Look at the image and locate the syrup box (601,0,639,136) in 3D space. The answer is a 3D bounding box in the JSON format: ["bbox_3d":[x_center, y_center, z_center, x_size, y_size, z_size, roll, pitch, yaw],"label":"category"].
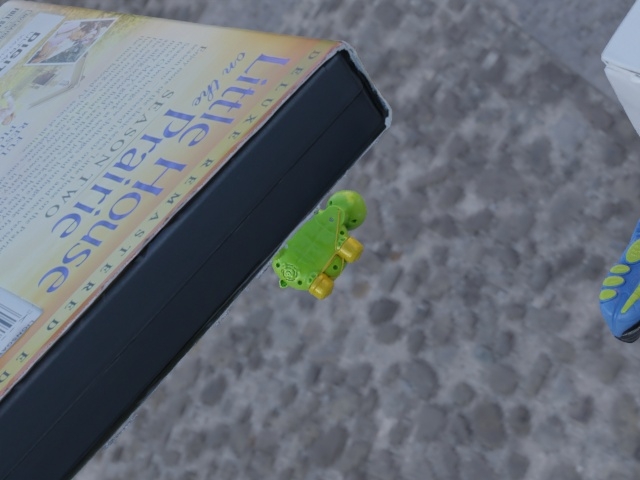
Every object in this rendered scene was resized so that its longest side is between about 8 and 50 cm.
[{"bbox_3d":[0.187,-0.104,0.363,0.093,0.096,0.237,31,87,41],"label":"syrup box"}]

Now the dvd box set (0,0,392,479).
[{"bbox_3d":[-0.189,-0.015,0.817,0.307,0.062,0.420,-49,34,-17],"label":"dvd box set"}]

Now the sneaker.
[{"bbox_3d":[0.330,0.022,1.334,0.067,0.078,0.188,26,63,31],"label":"sneaker"}]

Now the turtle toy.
[{"bbox_3d":[0.000,0.000,1.451,0.095,0.066,0.130,39,84,10],"label":"turtle toy"}]
